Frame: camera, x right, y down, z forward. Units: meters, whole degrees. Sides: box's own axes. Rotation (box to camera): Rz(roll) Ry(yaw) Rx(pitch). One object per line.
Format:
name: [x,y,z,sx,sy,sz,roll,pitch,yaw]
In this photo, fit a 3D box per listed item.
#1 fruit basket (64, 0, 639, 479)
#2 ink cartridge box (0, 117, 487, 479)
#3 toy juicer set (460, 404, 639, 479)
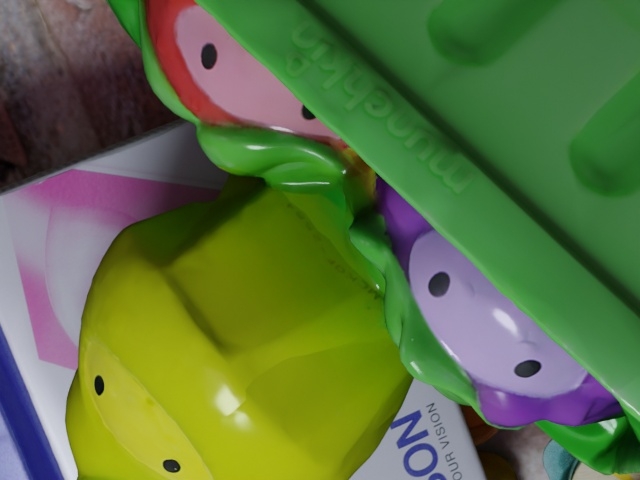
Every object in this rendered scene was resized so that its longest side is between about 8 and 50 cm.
fruit basket: [0.000,0.000,0.714,0.392,0.283,0.392,0,79,2]
ink cartridge box: [-0.089,0.104,0.880,0.330,0.071,0.324,-23,98,-11]
toy juicer set: [0.187,0.181,0.966,0.209,0.089,0.329,-27,108,26]
